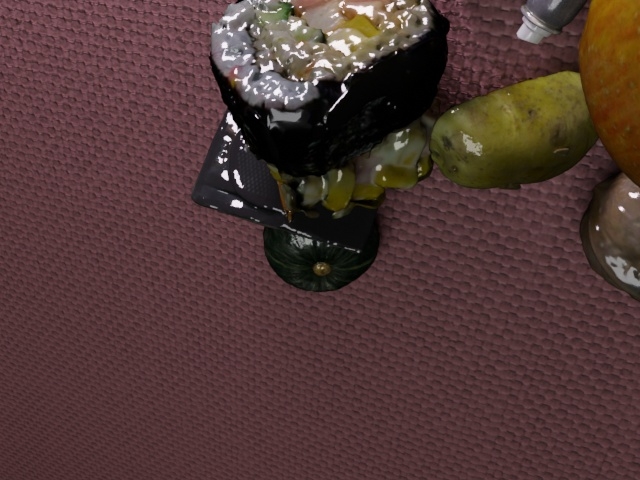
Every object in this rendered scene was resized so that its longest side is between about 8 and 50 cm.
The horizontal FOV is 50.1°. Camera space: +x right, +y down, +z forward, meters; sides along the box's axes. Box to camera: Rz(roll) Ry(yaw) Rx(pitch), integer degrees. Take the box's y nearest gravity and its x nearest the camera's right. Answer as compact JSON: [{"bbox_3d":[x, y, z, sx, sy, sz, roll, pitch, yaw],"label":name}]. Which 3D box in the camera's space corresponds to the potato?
[{"bbox_3d":[0.295,-0.135,0.974,0.271,0.111,0.160,-18,144,-14],"label":"potato"}]

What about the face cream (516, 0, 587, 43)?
[{"bbox_3d":[0.358,-0.385,0.902,0.073,0.073,0.284,33,127,1],"label":"face cream"}]

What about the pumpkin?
[{"bbox_3d":[0.001,0.000,1.243,0.211,0.152,0.212,3,142,3],"label":"pumpkin"}]

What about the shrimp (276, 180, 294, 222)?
[{"bbox_3d":[-0.031,-0.089,1.117,0.090,0.127,0.025,1,166,6],"label":"shrimp"}]

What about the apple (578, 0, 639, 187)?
[{"bbox_3d":[0.488,-0.210,0.769,0.400,0.400,0.333,54,153,-13],"label":"apple"}]

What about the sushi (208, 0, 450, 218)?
[{"bbox_3d":[0.014,-0.214,1.015,0.328,0.327,0.285,42,160,33],"label":"sushi"}]

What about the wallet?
[{"bbox_3d":[-0.040,-0.135,1.163,0.322,0.041,0.247,17,81,14],"label":"wallet"}]

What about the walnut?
[{"bbox_3d":[0.490,-0.008,1.004,0.224,0.224,0.224,11,123,17],"label":"walnut"}]
